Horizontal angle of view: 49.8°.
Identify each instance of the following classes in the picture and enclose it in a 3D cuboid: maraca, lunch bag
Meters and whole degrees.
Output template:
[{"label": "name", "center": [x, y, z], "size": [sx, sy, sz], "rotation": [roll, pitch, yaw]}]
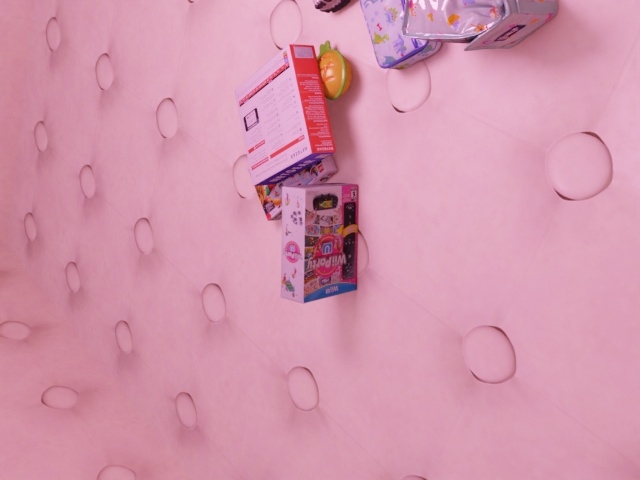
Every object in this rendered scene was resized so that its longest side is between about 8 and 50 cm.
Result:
[{"label": "maraca", "center": [0.025, -0.463, 1.878], "size": [0.127, 0.099, 0.185], "rotation": [-60, 41, 37]}, {"label": "lunch bag", "center": [0.200, -0.545, 1.694], "size": [0.176, 0.090, 0.218], "rotation": [-16, 86, 43]}, {"label": "lunch bag", "center": [0.340, -0.487, 1.462], "size": [0.262, 0.223, 0.160], "rotation": [20, 116, 40]}]

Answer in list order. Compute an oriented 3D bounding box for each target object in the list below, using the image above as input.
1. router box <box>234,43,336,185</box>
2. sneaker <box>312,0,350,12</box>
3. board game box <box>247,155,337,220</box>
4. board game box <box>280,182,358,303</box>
[{"label": "router box", "center": [-0.109, -0.339, 1.928], "size": [0.335, 0.082, 0.301], "rotation": [-18, 81, 56]}, {"label": "sneaker", "center": [0.076, -0.696, 1.782], "size": [0.275, 0.107, 0.109], "rotation": [-17, 76, 41]}, {"label": "board game box", "center": [-0.091, -0.213, 2.061], "size": [0.305, 0.053, 0.192], "rotation": [-37, 69, 42]}, {"label": "board game box", "center": [0.000, 0.000, 1.882], "size": [0.098, 0.224, 0.303], "rotation": [10, 104, 42]}]
